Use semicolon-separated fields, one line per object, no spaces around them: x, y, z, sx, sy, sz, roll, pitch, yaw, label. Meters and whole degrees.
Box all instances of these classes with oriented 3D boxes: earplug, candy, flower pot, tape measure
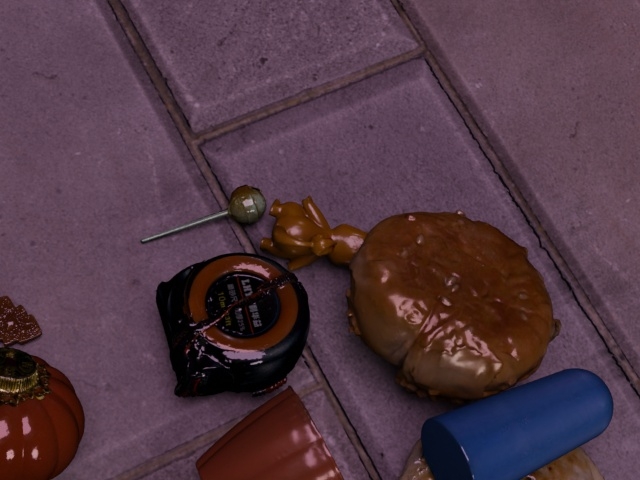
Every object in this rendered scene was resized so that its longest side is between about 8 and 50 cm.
0.290;0.261;1.752;0.273;0.132;0.132;-20;71;-21;earplug
-0.181;-0.033;1.928;0.203;0.061;0.061;-19;71;-8;candy
-0.069;0.321;1.719;0.173;0.190;0.190;-28;73;-9;flower pot
-0.124;0.122;1.820;0.223;0.135;0.202;-10;58;-16;tape measure

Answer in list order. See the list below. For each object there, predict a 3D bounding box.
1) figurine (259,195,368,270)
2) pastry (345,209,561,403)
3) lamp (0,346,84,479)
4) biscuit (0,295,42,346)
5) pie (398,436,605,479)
0.002;0.001;1.897;0.176;0.122;0.121;12;98;-12;figurine
0.185;0.106;1.848;0.316;0.184;0.284;29;54;4;pastry
-0.428;0.242;1.677;0.223;0.196;0.223;12;27;-6;lamp
-0.449;0.122;1.824;0.092;0.016;0.082;15;60;-4;biscuit
0.265;0.397;1.792;0.339;0.077;0.339;4;66;-9;pie
